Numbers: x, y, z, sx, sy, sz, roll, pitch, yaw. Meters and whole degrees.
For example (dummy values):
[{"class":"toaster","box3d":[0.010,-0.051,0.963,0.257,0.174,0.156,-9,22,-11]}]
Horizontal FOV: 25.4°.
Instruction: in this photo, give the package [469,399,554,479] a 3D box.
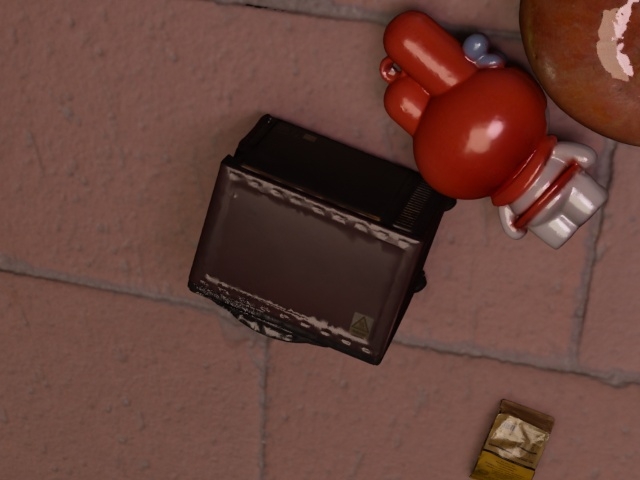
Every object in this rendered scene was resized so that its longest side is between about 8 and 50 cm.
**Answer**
[{"class":"package","box3d":[0.227,0.260,1.710,0.071,0.047,0.131,22,120,4]}]

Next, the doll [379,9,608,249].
[{"class":"doll","box3d":[0.167,-0.115,1.486,0.290,0.130,0.161,42,124,1]}]

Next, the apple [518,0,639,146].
[{"class":"apple","box3d":[0.310,-0.208,1.334,0.253,0.253,0.254,8,119,15]}]

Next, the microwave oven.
[{"class":"microwave oven","box3d":[0.000,0.000,1.573,0.247,0.178,0.188,21,121,8]}]
